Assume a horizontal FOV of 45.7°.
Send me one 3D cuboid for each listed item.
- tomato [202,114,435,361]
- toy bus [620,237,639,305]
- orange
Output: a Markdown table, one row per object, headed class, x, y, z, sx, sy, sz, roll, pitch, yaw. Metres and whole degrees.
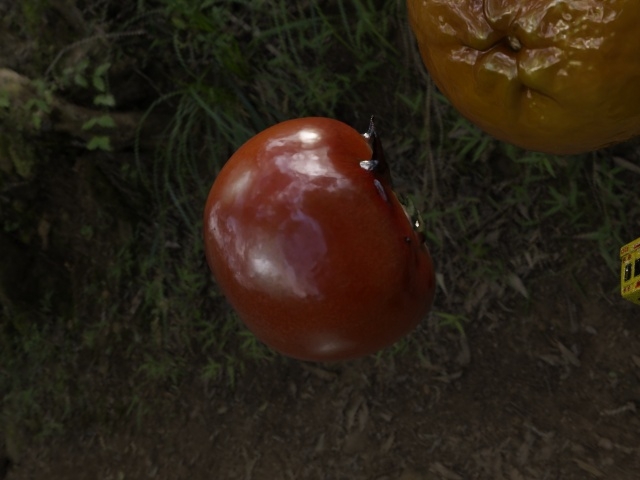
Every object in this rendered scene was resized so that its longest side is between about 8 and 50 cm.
| class | x | y | z | sx | sy | sz | roll | pitch | yaw |
| --- | --- | --- | --- | --- | --- | --- | --- | --- | --- |
| tomato | 0.000 | 0.000 | 0.783 | 0.225 | 0.255 | 0.256 | -29 | 34 | 1 |
| toy bus | 0.734 | 0.094 | 1.422 | 0.145 | 0.331 | 0.151 | 128 | 161 | -60 |
| orange | 0.241 | -0.247 | 0.738 | 0.341 | 0.340 | 0.293 | -12 | 20 | 48 |
